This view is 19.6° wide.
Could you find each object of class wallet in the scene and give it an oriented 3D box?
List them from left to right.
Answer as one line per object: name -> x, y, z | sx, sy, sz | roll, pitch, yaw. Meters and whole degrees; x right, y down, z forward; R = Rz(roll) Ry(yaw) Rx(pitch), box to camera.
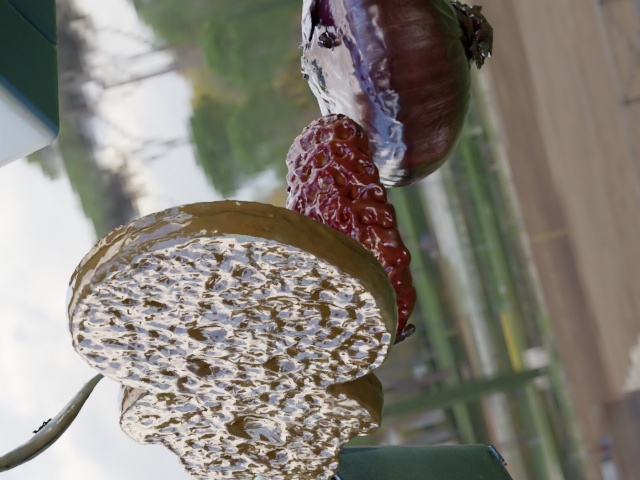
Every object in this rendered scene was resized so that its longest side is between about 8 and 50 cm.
wallet -> 0.140, 0.285, 1.782 | 0.290, 0.251, 0.054 | 42, 117, 43

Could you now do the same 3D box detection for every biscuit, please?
biscuit -> -0.048, 0.069, 1.152 | 0.288, 0.202, 0.044 | 75, -167, -54

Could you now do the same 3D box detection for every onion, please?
onion -> 0.115, -0.251, 2.528 | 0.347, 0.285, 0.347 | 161, 90, -78

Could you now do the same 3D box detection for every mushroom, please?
mushroom -> -0.373, 0.242, 2.225 | 0.043, 0.306, 0.068 | 54, 157, 26

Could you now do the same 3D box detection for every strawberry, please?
strawberry -> 0.000, 0.000, 1.769 | 0.190, 0.111, 0.236 | 150, 107, -70

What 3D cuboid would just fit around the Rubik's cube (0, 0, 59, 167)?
Rubik's cube -> -0.393, -0.199, 1.392 | 0.292, 0.291, 0.290 | 43, -149, -45
